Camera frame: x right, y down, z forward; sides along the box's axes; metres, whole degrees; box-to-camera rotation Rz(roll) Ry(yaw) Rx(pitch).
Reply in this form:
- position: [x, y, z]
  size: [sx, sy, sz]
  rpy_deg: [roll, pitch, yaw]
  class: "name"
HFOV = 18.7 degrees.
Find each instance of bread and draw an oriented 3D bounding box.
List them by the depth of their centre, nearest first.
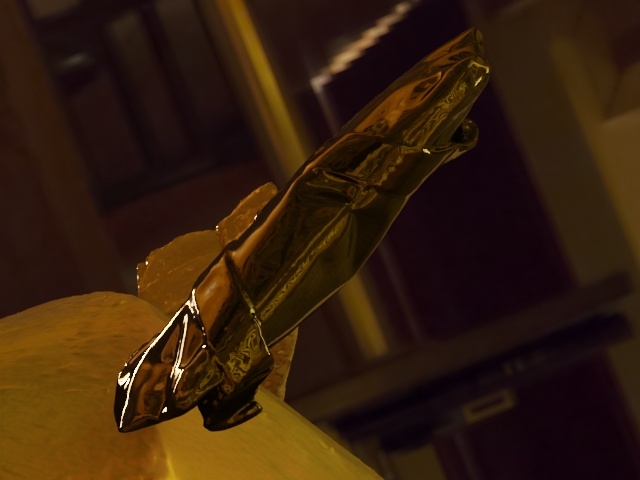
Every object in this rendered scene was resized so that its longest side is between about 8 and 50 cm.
- position: [-0.032, 0.051, 1.180]
  size: [0.105, 0.077, 0.152]
  rpy_deg: [-28, 140, 10]
  class: "bread"

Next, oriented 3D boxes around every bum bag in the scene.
- position: [0.000, 0.000, 0.698]
  size: [0.197, 0.049, 0.087]
  rpy_deg: [-48, -173, -9]
  class: "bum bag"

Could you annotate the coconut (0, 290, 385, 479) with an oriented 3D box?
- position: [-0.111, 0.174, 0.820]
  size: [0.297, 0.309, 0.297]
  rpy_deg: [-43, -156, 25]
  class: "coconut"
